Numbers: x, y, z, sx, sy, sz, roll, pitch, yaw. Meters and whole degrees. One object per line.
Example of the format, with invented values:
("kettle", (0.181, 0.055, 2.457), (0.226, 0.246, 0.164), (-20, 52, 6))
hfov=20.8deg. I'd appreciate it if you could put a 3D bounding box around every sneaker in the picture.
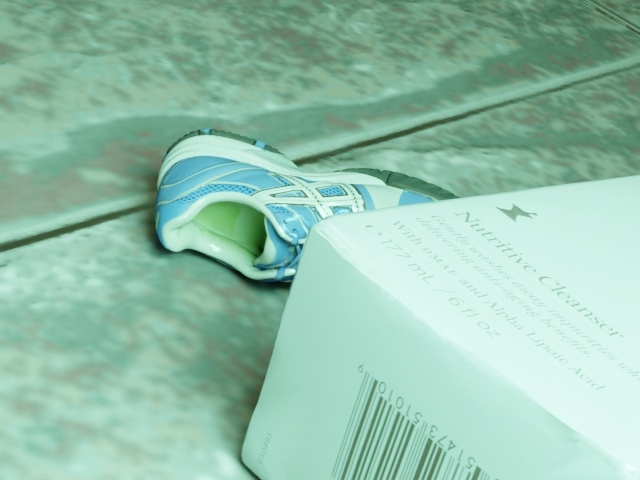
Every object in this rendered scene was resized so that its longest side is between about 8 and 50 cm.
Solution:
("sneaker", (0.000, 0.000, 1.035), (0.211, 0.080, 0.081), (12, 34, 4))

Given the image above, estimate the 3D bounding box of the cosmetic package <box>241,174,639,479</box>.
("cosmetic package", (0.179, 0.081, 0.911), (0.385, 0.156, 0.217), (-12, 40, -43))
